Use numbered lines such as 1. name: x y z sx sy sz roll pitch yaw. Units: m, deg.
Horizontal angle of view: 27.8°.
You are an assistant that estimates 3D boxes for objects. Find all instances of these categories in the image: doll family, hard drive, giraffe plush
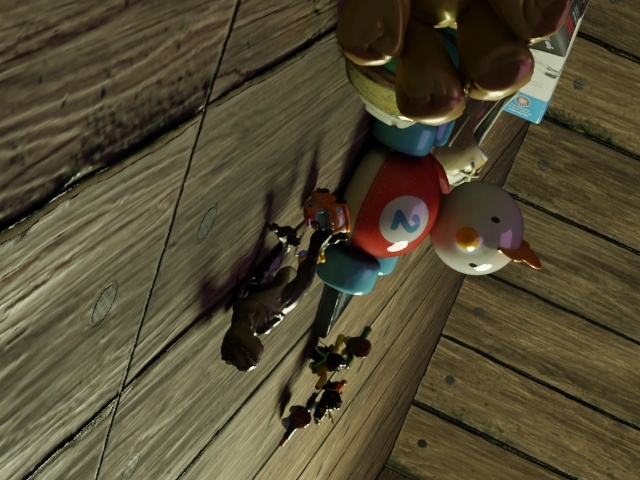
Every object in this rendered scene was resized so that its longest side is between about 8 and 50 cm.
1. doll family: 0.005 0.195 1.734 0.111 0.076 0.193 161 -48 -77
2. hard drive: 0.034 0.055 1.709 0.135 0.022 0.094 -54 164 -47
3. giraffe plush: 0.095 -0.219 1.071 0.181 0.210 0.170 -25 -166 11

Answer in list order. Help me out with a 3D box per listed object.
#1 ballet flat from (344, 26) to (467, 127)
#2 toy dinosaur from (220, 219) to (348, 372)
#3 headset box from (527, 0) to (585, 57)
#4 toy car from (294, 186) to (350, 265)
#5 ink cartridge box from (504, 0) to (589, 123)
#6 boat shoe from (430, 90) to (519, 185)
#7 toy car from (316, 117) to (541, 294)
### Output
1. ballet flat: 0.095 -0.173 1.271 0.348 0.123 0.123 -48 160 -58
2. toy dinosaur: -0.035 0.038 1.243 0.118 0.064 0.268 -62 173 20
3. headset box: 0.276 -0.368 1.570 0.293 0.110 0.218 -70 162 -1
4. toy car: 0.000 0.000 1.338 0.040 0.060 0.122 -23 141 -25
5. ink cartridge box: 0.289 -0.285 1.861 0.082 0.139 0.191 -56 166 -48
6. boat shoe: 0.180 -0.128 1.788 0.302 0.103 0.113 -65 169 2
7. toy car: 0.153 -0.023 1.523 0.219 0.238 0.210 -69 169 17
